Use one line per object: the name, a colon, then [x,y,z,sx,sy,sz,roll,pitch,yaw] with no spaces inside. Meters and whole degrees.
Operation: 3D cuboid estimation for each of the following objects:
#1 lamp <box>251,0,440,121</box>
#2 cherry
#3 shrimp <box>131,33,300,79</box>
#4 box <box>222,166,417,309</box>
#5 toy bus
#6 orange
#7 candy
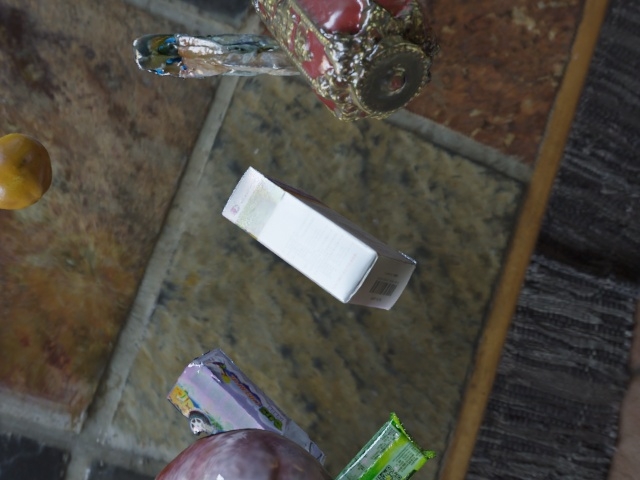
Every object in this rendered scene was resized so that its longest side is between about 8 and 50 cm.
lamp: [0.027,-0.266,0.975,0.177,0.177,0.274,-23,51,-16]
cherry: [-0.094,0.421,1.083,0.326,0.335,0.291,48,39,7]
shrimp: [-0.205,-0.413,1.816,0.445,0.221,0.110,1,112,2]
box: [0.000,0.000,1.421,0.299,0.200,0.106,34,97,26]
toy bus: [-0.130,0.344,1.454,0.317,0.138,0.112,40,32,16]
orange: [-0.600,-0.131,1.563,0.159,0.159,0.136,-44,112,-13]
candy: [0.088,0.364,1.251,0.102,0.032,0.178,43,90,-4]
